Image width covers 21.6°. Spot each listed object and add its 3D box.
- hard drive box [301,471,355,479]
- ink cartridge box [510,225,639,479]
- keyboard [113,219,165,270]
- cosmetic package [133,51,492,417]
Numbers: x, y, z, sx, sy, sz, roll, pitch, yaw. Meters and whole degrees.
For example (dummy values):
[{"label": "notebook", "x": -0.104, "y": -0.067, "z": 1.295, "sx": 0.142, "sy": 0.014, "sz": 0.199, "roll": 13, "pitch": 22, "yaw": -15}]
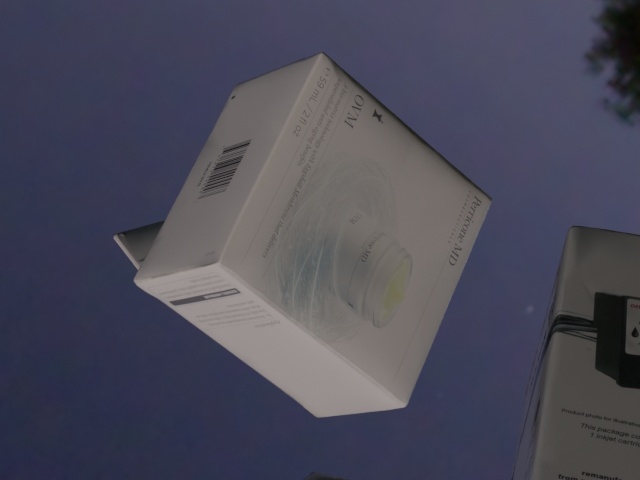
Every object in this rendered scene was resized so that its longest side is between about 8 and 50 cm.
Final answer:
[{"label": "hard drive box", "x": 0.034, "y": 0.305, "z": 1.587, "sx": 0.181, "sy": 0.089, "sz": 0.232, "roll": 10, "pitch": -169, "yaw": 18}, {"label": "ink cartridge box", "x": 0.151, "y": 0.115, "z": 0.901, "sx": 0.087, "sy": 0.153, "sz": 0.208, "roll": 12, "pitch": -139, "yaw": 5}, {"label": "keyboard", "x": -0.092, "y": -0.014, "z": 1.781, "sx": 0.256, "sy": 0.014, "sz": 0.072, "roll": -17, "pitch": -136, "yaw": -33}, {"label": "cosmetic package", "x": 0.000, "y": 0.000, "z": 1.460, "sx": 0.225, "sy": 0.138, "sz": 0.224, "roll": 39, "pitch": -119, "yaw": -27}]
